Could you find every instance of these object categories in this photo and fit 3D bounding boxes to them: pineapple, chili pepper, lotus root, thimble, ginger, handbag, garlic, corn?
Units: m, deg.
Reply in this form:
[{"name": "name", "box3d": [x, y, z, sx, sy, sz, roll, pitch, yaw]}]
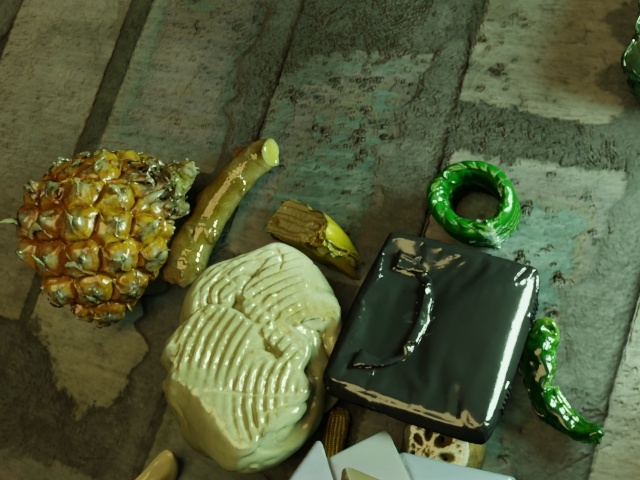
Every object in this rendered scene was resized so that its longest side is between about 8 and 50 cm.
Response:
[{"name": "pineapple", "box3d": [-0.360, -0.073, 1.437, 0.286, 0.209, 0.344, -38, 54, 23]}, {"name": "chili pepper", "box3d": [0.312, 0.193, 1.179, 0.073, 0.050, 0.182, -22, 67, 9]}, {"name": "lotus root", "box3d": [0.165, 0.288, 1.202, 0.112, 0.081, 0.122, 9, 77, 19]}, {"name": "thimble", "box3d": [0.225, -0.051, 1.276, 0.118, 0.090, 0.130, -37, 62, 7]}, {"name": "ginger", "box3d": [-0.170, -0.051, 1.466, 0.299, 0.065, 0.118, -51, 53, 0]}, {"name": "handbag", "box3d": [0.155, 0.127, 1.199, 0.244, 0.088, 0.275, 16, 62, 17]}, {"name": "garlic", "box3d": [-0.251, 0.362, 1.369, 0.083, 0.053, 0.041, -41, 59, -3]}, {"name": "corn", "box3d": [0.020, 0.290, 1.284, 0.037, 0.037, 0.092, 8, 79, 26]}]

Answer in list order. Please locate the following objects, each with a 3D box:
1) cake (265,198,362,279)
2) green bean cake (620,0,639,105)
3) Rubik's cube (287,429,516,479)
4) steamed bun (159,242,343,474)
[{"name": "cake", "box3d": [0.002, -0.004, 1.392, 0.185, 0.116, 0.080, 10, 70, 59]}, {"name": "green bean cake", "box3d": [0.559, -0.285, 1.185, 0.255, 0.132, 0.241, 16, 79, 29]}, {"name": "Rubik's cube", "box3d": [0.084, 0.434, 1.024, 0.387, 0.368, 0.358, -2, 111, -10]}, {"name": "steamed bun", "box3d": [-0.089, 0.185, 1.278, 0.276, 0.203, 0.289, -21, 64, -11]}]
